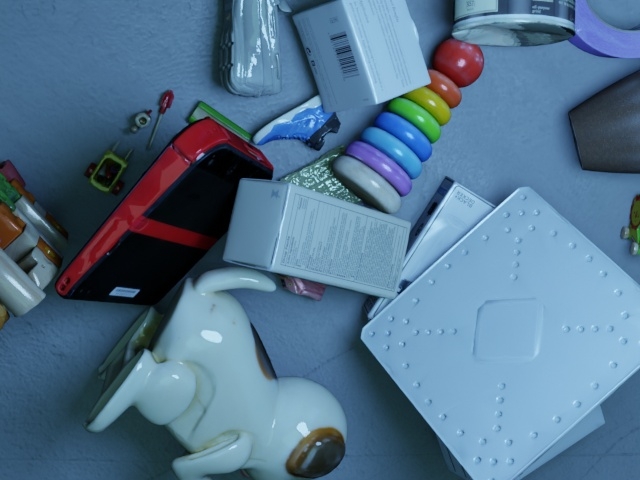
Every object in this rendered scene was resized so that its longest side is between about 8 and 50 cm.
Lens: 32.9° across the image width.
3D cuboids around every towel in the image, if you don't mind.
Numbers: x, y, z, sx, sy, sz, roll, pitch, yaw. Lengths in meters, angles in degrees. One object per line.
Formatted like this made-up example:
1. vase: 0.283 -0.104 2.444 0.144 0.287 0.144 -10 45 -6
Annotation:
1. towel: 0.006 -0.092 1.926 0.148 0.027 0.110 -30 102 -1

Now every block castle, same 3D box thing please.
1. block castle: -0.581 0.035 1.682 0.303 0.453 0.213 -39 108 2

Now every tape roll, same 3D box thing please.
1. tape roll: 0.530 -0.454 1.878 0.275 0.090 0.274 -1 100 -5

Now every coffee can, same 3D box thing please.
1. coffee can: 0.316 -0.470 1.763 0.202 0.201 0.275 2 90 -6

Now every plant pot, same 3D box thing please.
1. plant pot: 0.557 -0.200 1.883 0.231 0.215 0.215 -15 102 12

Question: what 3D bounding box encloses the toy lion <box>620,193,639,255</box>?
1. toy lion: 0.578 -0.032 1.957 0.034 0.100 0.096 8 118 -5

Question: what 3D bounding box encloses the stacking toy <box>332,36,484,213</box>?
1. stacking toy: 0.169 -0.210 1.861 0.141 0.141 0.330 39 85 -11

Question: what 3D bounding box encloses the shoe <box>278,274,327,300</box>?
1. shoe: -0.062 0.043 1.925 0.178 0.063 0.081 23 92 -14

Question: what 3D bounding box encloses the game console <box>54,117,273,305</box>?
1. game console: -0.237 -0.033 1.742 0.342 0.386 0.060 -45 78 5

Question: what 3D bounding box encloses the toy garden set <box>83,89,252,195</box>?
1. toy garden set: -0.271 -0.138 1.880 0.204 0.049 0.244 34 96 -10

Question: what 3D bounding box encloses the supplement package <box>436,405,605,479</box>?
1. supplement package: 0.338 0.284 1.916 0.262 0.145 0.204 -27 109 -20

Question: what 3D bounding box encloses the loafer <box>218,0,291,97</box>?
1. loafer: -0.106 -0.401 1.827 0.112 0.112 0.319 0 99 -25

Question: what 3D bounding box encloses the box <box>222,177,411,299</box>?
1. box: 0.000 0.000 1.801 0.311 0.121 0.148 17 85 -46

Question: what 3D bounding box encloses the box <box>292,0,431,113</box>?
1. box: 0.066 -0.319 1.798 0.119 0.182 0.180 -24 102 -25

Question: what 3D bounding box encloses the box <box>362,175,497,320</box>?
1. box: 0.221 0.051 1.942 0.169 0.087 0.290 30 96 -10

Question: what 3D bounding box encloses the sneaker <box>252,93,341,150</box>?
1. sneaker: -0.037 -0.185 1.889 0.152 0.058 0.084 -30 93 -6

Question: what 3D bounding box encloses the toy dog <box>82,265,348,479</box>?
1. toy dog: -0.141 0.266 1.868 0.408 0.284 0.395 38 92 -16

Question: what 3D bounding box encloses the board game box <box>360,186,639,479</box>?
1. board game box: 0.312 0.154 1.760 0.390 0.390 0.050 -42 140 3
